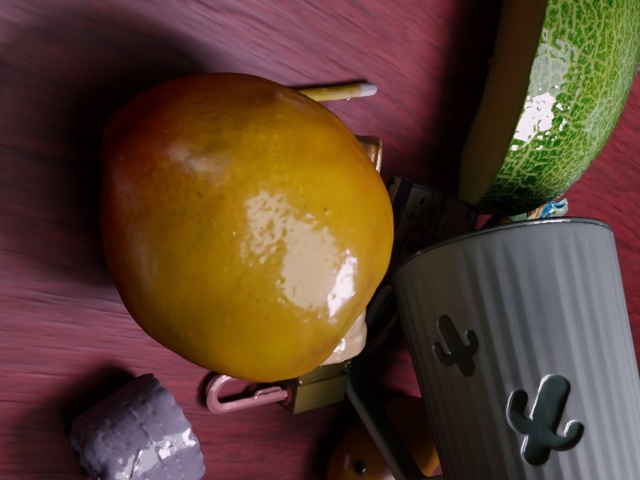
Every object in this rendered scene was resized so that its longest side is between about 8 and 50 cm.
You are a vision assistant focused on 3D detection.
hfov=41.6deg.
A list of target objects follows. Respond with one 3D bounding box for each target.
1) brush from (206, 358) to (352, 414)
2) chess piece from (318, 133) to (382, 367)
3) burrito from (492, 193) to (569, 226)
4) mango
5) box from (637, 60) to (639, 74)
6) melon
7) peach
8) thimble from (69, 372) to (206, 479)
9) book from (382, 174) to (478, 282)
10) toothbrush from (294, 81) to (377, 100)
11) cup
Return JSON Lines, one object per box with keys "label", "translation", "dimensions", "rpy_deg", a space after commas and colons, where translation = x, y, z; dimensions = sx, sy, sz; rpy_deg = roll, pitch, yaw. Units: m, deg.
{"label": "brush", "translation": [-0.055, 0.192, 1.148], "dimensions": [0.233, 0.047, 0.103], "rpy_deg": [-7, 117, -42]}
{"label": "chess piece", "translation": [0.000, 0.000, 1.045], "dimensions": [0.137, 0.137, 0.301], "rpy_deg": [-18, 121, -38]}
{"label": "burrito", "translation": [0.368, -0.053, 1.427], "dimensions": [0.288, 0.054, 0.104], "rpy_deg": [-48, 138, -14]}
{"label": "mango", "translation": [0.117, 0.333, 1.339], "dimensions": [0.254, 0.139, 0.175], "rpy_deg": [-33, 149, -39]}
{"label": "box", "translation": [0.572, -0.370, 1.445], "dimensions": [0.111, 0.060, 0.156], "rpy_deg": [-45, 140, -16]}
{"label": "melon", "translation": [0.321, -0.199, 1.199], "dimensions": [0.331, 0.226, 0.344], "rpy_deg": [-5, 103, -62]}
{"label": "peach", "translation": [-0.076, -0.025, 0.840], "dimensions": [0.289, 0.289, 0.308], "rpy_deg": [-42, 103, -19]}
{"label": "thimble", "translation": [-0.210, 0.239, 0.957], "dimensions": [0.118, 0.127, 0.151], "rpy_deg": [-32, 130, -27]}
{"label": "book", "translation": [0.156, -0.004, 1.264], "dimensions": [0.231, 0.026, 0.157], "rpy_deg": [9, 106, -48]}
{"label": "toothbrush", "translation": [-0.039, -0.164, 0.976], "dimensions": [0.288, 0.021, 0.024], "rpy_deg": [-13, 132, -40]}
{"label": "cup", "translation": [0.253, 0.196, 1.170], "dimensions": [0.310, 0.401, 0.392], "rpy_deg": [3, 69, -32]}
